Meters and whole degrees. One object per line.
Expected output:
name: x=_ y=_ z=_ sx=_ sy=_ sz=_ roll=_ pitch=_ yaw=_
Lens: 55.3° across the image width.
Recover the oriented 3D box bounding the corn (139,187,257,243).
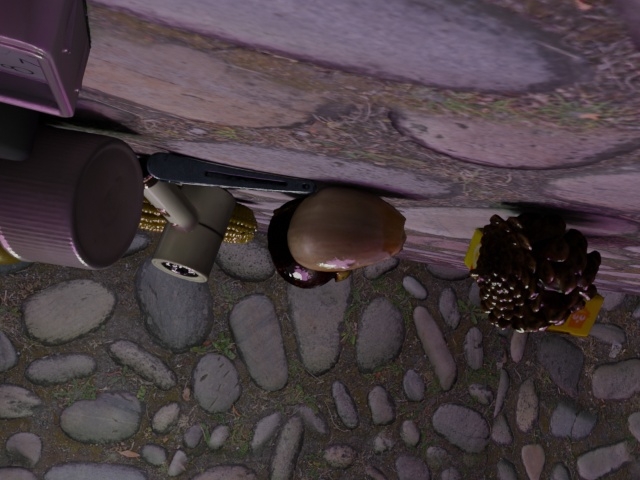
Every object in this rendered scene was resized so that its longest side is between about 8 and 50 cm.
corn: x=-0.333 y=-0.069 z=1.579 sx=0.345 sy=0.131 sz=0.131 roll=10 pitch=178 yaw=-22

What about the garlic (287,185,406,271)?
garlic: x=0.027 y=-0.010 z=1.056 sx=0.164 sy=0.145 sz=0.245 roll=19 pitch=164 yaw=-41

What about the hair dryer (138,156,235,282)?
hair dryer: x=-0.293 y=-0.066 z=1.219 sx=0.128 sy=0.203 sz=0.362 roll=13 pitch=161 yaw=15

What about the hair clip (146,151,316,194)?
hair clip: x=-0.143 y=-0.109 z=1.022 sx=0.275 sy=0.048 sz=0.083 roll=6 pitch=176 yaw=-7

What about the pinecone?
pinecone: x=0.330 y=0.045 z=0.933 sx=0.212 sy=0.185 sz=0.169 roll=-14 pitch=-140 yaw=-43

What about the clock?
clock: x=-0.231 y=-0.141 z=0.390 sx=0.150 sy=0.063 sz=0.197 roll=12 pitch=177 yaw=-18

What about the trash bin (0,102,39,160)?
trash bin: x=-0.415 y=-0.148 z=0.629 sx=0.177 sy=0.101 sz=0.236 roll=9 pitch=180 yaw=-5

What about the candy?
candy: x=0.396 y=0.074 z=1.170 sx=0.146 sy=0.088 sz=0.276 roll=10 pitch=-160 yaw=-12

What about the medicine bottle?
medicine bottle: x=-0.470 y=-0.080 z=0.871 sx=0.385 sy=0.224 sz=0.224 roll=9 pitch=177 yaw=12

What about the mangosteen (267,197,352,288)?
mangosteen: x=0.000 y=0.000 z=1.271 sx=0.217 sy=0.192 sz=0.192 roll=-11 pitch=173 yaw=10
